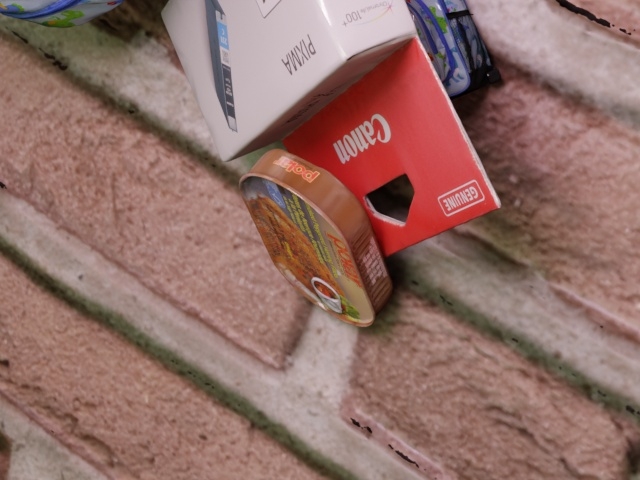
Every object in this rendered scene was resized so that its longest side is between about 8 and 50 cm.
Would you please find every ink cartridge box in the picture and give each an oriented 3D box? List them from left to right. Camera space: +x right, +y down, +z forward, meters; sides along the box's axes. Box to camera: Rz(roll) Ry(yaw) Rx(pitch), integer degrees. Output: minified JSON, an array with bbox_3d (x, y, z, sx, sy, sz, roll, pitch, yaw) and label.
[{"bbox_3d":[-0.008,-0.104,1.028,0.261,0.066,0.296,66,159,2],"label":"ink cartridge box"}]

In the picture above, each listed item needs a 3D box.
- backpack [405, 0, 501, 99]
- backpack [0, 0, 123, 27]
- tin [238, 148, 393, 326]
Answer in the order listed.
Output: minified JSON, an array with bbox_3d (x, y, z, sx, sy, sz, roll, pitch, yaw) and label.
[{"bbox_3d":[0.062,-0.153,1.055,0.105,0.084,0.114,-19,91,34],"label":"backpack"},{"bbox_3d":[-0.186,-0.316,1.063,0.355,0.273,0.290,-35,66,50],"label":"backpack"},{"bbox_3d":[0.000,0.000,1.095,0.106,0.040,0.190,32,159,31],"label":"tin"}]
